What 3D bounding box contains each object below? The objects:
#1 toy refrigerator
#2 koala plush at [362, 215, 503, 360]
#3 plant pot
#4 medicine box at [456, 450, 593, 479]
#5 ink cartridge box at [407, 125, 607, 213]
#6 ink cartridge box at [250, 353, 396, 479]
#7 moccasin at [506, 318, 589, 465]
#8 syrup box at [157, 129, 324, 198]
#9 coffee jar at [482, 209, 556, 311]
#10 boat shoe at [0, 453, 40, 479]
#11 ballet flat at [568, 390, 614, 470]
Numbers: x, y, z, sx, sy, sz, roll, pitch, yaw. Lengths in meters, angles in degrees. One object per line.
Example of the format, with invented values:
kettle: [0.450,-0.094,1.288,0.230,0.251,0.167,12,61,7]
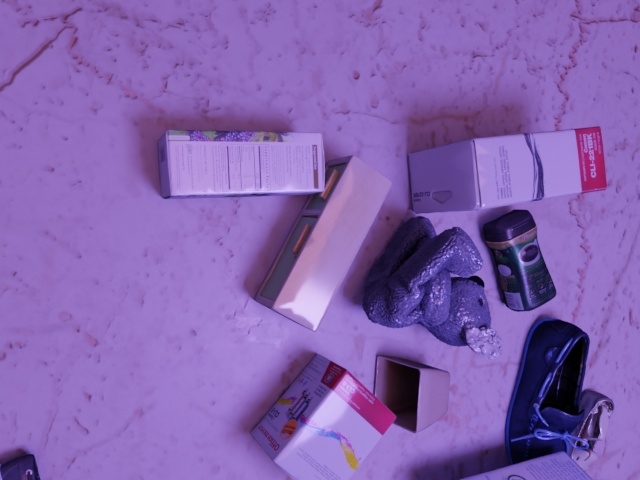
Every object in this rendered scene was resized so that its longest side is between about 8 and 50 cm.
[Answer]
toy refrigerator: [0.000,0.000,0.925,0.094,0.102,0.269,32,81,-21]
koala plush: [0.204,0.105,0.980,0.221,0.196,0.203,41,88,-20]
plant pot: [0.168,0.264,1.010,0.096,0.109,0.109,3,91,-35]
medicine box: [0.343,0.553,1.021,0.289,0.149,0.263,-5,116,-22]
ink cartridge box: [0.319,-0.120,1.002,0.273,0.197,0.114,-10,95,-23]
ink cartridge box: [0.002,0.299,0.923,0.127,0.128,0.176,46,75,-18]
moccasin: [0.446,0.327,1.118,0.137,0.117,0.342,3,91,-23]
syrup box: [-0.119,-0.114,0.874,0.237,0.093,0.096,-5,94,-23]
coffee jar: [0.380,0.036,1.099,0.096,0.079,0.184,-24,102,-18]
boat shoe: [-0.382,0.403,0.799,0.076,0.080,0.228,-25,94,-18]
ballet flat: [0.551,0.419,1.193,0.072,0.068,0.213,27,82,-21]
